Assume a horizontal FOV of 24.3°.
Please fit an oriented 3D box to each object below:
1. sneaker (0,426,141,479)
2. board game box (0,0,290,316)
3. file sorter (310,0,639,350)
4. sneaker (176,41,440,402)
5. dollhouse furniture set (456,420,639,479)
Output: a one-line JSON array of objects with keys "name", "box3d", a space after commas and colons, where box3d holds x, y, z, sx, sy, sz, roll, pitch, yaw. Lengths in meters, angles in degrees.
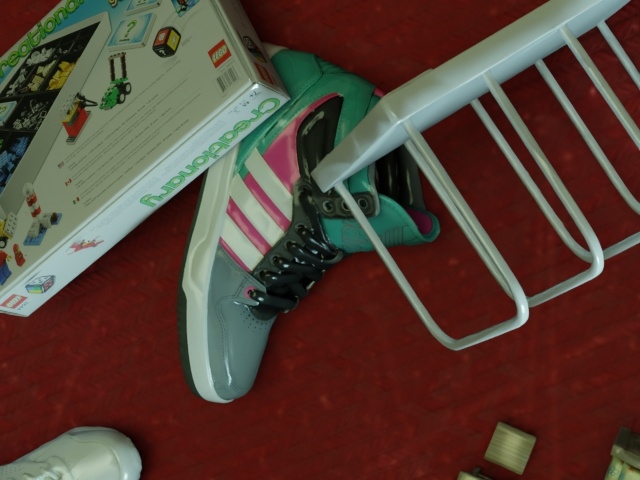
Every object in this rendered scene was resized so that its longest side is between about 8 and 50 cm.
[{"name": "sneaker", "box3d": [-0.261, 0.229, 1.261, 0.232, 0.115, 0.090, -25, 86, 15]}, {"name": "board game box", "box3d": [-0.184, -0.102, 1.209, 0.305, 0.053, 0.193, -37, 61, 21]}, {"name": "file sorter", "box3d": [0.170, -0.067, 1.039, 0.278, 0.193, 0.173, -31, 87, -17]}, {"name": "sneaker", "box3d": [0.000, 0.000, 1.185, 0.178, 0.124, 0.295, 13, 94, 24]}, {"name": "dollhouse furniture set", "box3d": [0.199, 0.159, 1.141, 0.161, 0.101, 0.181, 21, 97, 13]}]
